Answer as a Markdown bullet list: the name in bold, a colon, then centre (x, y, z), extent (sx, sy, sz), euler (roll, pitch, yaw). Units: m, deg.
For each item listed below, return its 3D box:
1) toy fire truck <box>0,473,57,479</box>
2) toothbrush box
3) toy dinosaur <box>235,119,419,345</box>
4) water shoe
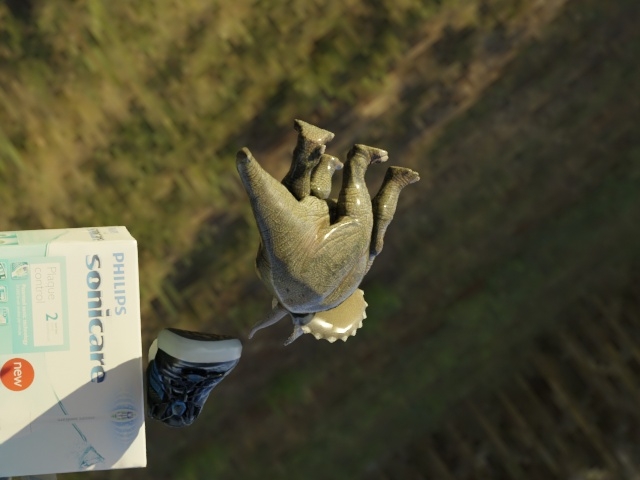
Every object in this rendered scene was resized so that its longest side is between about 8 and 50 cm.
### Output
- **toy fire truck**: centre (-0.362, 0.209, 1.951), extent (0.217, 0.159, 0.246), euler (1, 170, -33)
- **toothbrush box**: centre (-0.315, 0.105, 1.819), extent (0.295, 0.216, 0.126), euler (-2, -173, -11)
- **toy dinosaur**: centre (0.000, 0.000, 1.580), extent (0.313, 0.121, 0.160), euler (56, 48, -78)
- **water shoe**: centre (-0.111, 0.122, 1.693), extent (0.072, 0.080, 0.203), euler (8, 172, -8)
